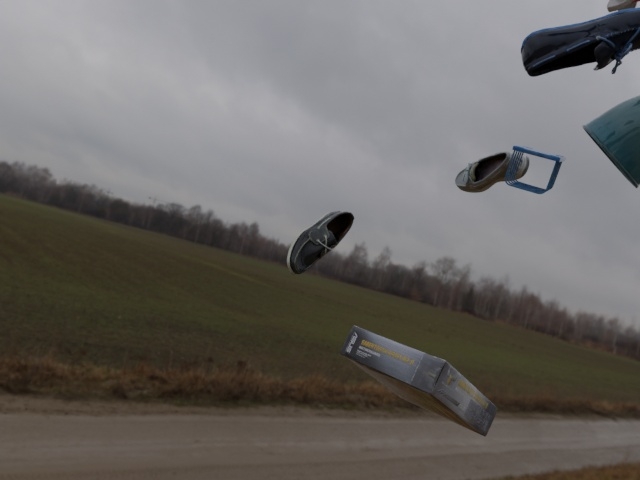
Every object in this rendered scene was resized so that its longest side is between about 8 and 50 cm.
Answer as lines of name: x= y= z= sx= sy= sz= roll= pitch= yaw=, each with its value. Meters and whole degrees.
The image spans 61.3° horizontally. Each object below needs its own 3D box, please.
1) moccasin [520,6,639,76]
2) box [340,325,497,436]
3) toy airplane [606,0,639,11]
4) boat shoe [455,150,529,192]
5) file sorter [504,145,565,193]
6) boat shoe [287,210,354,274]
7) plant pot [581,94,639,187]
moccasin: x=0.673 y=-0.461 z=1.313 sx=0.342 sy=0.116 sz=0.138 roll=-6 pitch=-21 yaw=29
box: x=0.166 y=0.234 z=0.898 sx=0.183 sy=0.056 sz=0.231 roll=13 pitch=-22 yaw=45
toy airplane: x=1.070 y=-0.781 z=1.622 sx=0.387 sy=0.272 sz=0.384 roll=17 pitch=-40 yaw=-1
boat shoe: x=0.582 y=-0.248 z=1.903 sx=0.103 sy=0.118 sz=0.320 roll=20 pitch=-11 yaw=-23
file sorter: x=0.575 y=-0.190 z=1.452 sx=0.118 sy=0.104 sz=0.170 roll=22 pitch=18 yaw=24
boat shoe: x=0.000 y=0.000 z=1.368 sx=0.079 sy=0.233 sz=0.084 roll=0 pitch=-54 yaw=46
plant pot: x=1.046 y=-0.353 z=1.746 sx=0.272 sy=0.255 sz=0.271 roll=37 pitch=27 yaw=-23
